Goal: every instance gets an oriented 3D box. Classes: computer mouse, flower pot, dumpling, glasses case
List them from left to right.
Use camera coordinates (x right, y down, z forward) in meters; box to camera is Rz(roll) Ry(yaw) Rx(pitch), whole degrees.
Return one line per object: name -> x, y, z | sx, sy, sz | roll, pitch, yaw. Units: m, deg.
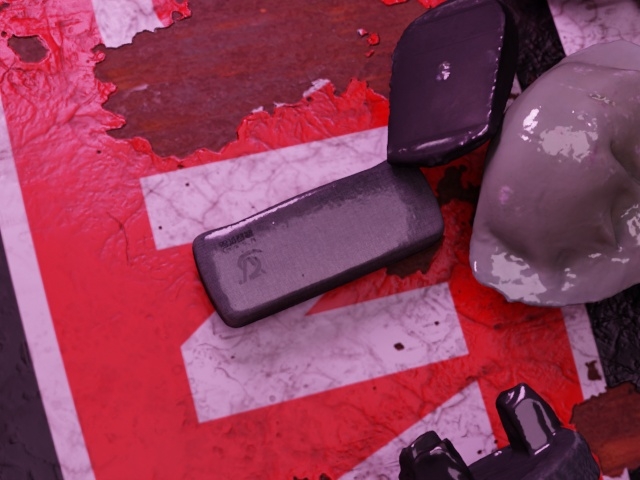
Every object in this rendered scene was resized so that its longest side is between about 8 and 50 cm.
glasses case -> 0.000, 0.000, 1.419 | 0.323, 0.074, 0.131 | -23, 78, -13
computer mouse -> 0.179, -0.204, 1.453 | 0.168, 0.087, 0.295 | -11, 52, 32
flower pot -> 0.194, 0.341, 1.246 | 0.299, 0.299, 0.282 | -28, 88, -14
dumpling -> 0.336, -0.093, 1.419 | 0.270, 0.211, 0.320 | 10, 113, -10
